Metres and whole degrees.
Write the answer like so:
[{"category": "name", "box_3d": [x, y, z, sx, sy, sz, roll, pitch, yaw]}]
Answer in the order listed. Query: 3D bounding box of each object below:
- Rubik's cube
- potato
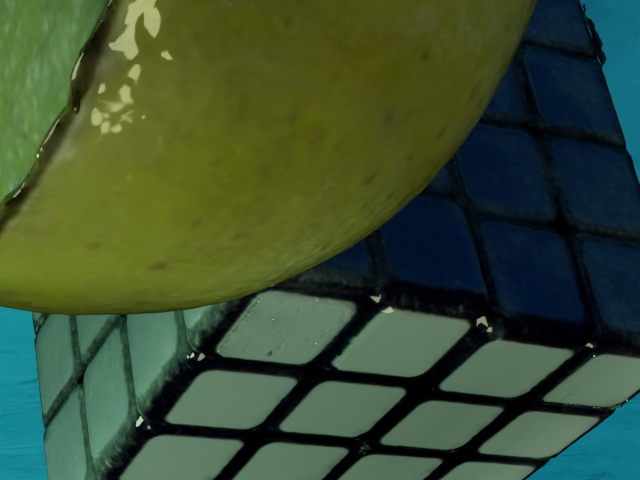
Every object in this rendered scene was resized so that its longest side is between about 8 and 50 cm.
[{"category": "Rubik's cube", "box_3d": [0.000, 0.000, 1.134, 0.337, 0.344, 0.343, 9, 141, -27]}, {"category": "potato", "box_3d": [-0.052, -0.181, 0.784, 0.319, 0.385, 0.442, 9, 106, -38]}]
